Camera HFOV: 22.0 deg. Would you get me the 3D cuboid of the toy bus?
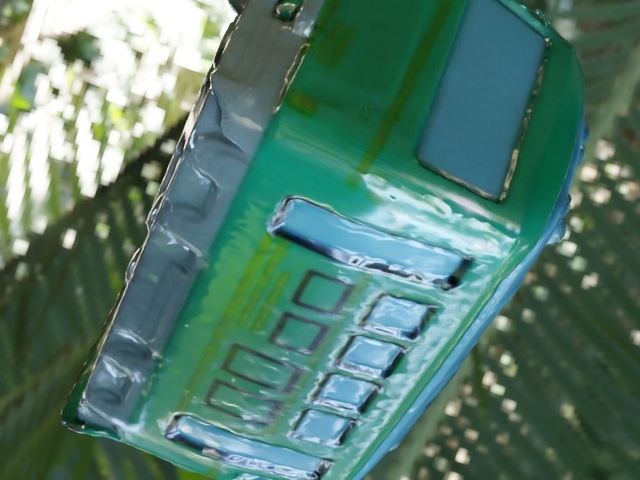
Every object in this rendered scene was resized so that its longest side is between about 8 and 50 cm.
[{"bbox_3d":[0.000,0.000,0.896,0.199,0.183,0.343,25,141,-5],"label":"toy bus"}]
